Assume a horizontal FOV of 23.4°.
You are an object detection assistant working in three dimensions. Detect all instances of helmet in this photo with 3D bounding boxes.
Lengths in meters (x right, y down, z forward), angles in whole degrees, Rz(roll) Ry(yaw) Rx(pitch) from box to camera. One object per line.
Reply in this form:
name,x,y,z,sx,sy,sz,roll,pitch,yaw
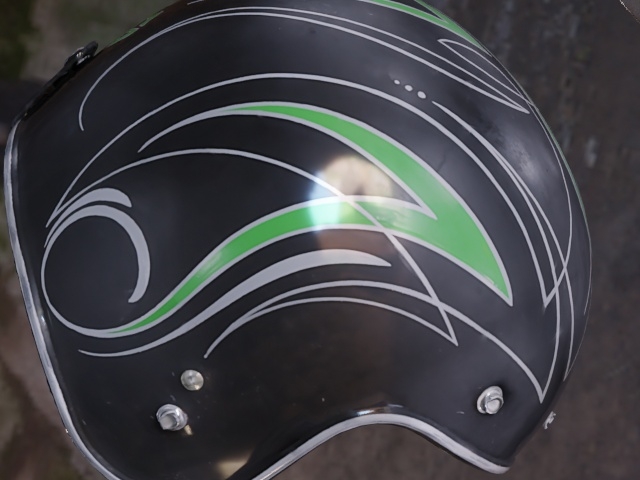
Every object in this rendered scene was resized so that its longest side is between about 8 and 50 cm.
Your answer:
helmet,0.000,0.000,0.483,0.169,0.162,0.169,-17,-90,-84

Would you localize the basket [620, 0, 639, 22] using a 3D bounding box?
basket,0.311,-0.239,1.050,0.227,0.154,0.204,-48,64,38
